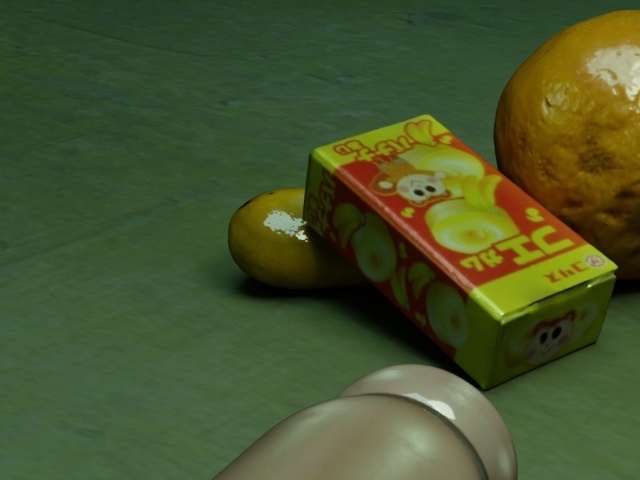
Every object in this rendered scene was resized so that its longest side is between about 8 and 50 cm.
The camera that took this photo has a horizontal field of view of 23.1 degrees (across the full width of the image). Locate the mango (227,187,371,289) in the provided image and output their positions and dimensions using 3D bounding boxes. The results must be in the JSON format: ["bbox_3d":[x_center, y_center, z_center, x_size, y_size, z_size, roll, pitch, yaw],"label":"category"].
[{"bbox_3d":[-0.001,-0.002,1.526,0.178,0.090,0.115,-1,33,-2],"label":"mango"}]

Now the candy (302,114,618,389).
[{"bbox_3d":[0.119,0.002,1.404,0.146,0.088,0.276,-20,45,-33],"label":"candy"}]

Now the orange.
[{"bbox_3d":[0.294,-0.090,1.473,0.261,0.261,0.261,-3,23,1],"label":"orange"}]

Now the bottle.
[{"bbox_3d":[0.001,0.194,0.982,0.206,0.173,0.297,-30,6,37],"label":"bottle"}]
